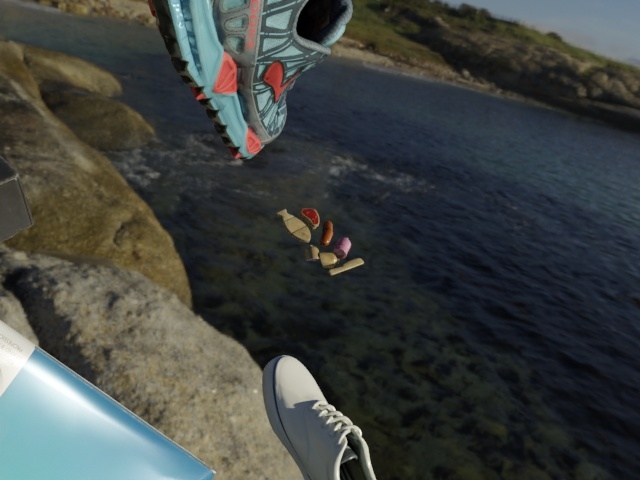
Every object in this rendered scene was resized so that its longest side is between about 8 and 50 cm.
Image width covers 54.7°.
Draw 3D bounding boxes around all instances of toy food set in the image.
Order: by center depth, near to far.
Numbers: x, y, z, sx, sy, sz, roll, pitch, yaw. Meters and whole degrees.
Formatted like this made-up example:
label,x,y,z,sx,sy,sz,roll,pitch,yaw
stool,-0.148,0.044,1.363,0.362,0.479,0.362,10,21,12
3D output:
label,x,y,z,sx,sy,sz,roll,pitch,yaw
toy food set,0.000,0.000,0.828,0.078,0.019,0.122,-18,55,-33

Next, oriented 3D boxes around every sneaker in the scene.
label,x,y,z,sx,sy,sz,roll,pitch,yaw
sneaker,-0.033,-0.136,0.452,0.125,0.104,0.262,-18,-5,1
sneaker,0.012,0.255,0.793,0.094,0.091,0.258,-5,59,-49

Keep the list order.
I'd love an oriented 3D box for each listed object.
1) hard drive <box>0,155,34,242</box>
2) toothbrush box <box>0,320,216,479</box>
label,x,y,z,sx,sy,sz,roll,pitch,yaw
hard drive,-0.413,-0.010,0.416,0.237,0.064,0.339,36,51,24
toothbrush box,-0.232,0.211,0.351,0.126,0.216,0.295,-3,49,41
